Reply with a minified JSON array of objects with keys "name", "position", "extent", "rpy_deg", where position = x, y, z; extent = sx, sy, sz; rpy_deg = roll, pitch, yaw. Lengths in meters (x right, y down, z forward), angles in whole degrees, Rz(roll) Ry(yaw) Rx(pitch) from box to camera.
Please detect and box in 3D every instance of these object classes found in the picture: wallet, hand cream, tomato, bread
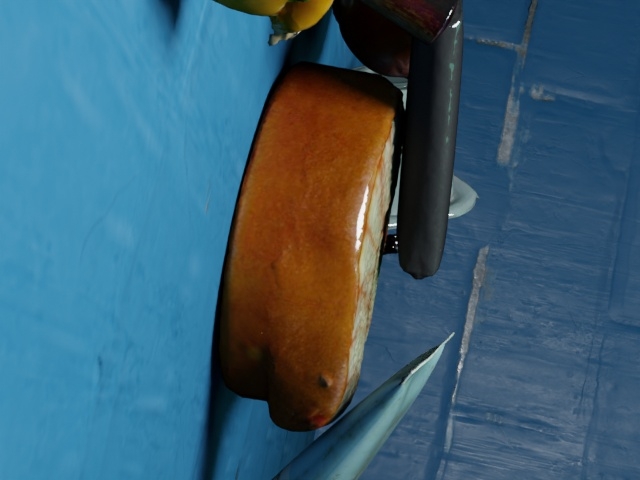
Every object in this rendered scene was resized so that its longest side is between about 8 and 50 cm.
[{"name":"wallet","position":[0.091,-0.100,0.928],"extent":[0.149,0.044,0.250],"rpy_deg":[-80,172,-53]},{"name":"hand cream","position":[0.004,0.198,0.925],"extent":[0.312,0.070,0.111],"rpy_deg":[-50,169,25]},{"name":"tomato","position":[0.058,-0.267,1.033],"extent":[0.228,0.101,0.228],"rpy_deg":[-172,-90,-83]},{"name":"bread","position":[0.001,-0.003,0.977],"extent":[0.327,0.114,0.295],"rpy_deg":[-32,132,-83]}]

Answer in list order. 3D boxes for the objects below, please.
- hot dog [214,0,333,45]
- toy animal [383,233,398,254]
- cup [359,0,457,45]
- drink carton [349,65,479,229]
[{"name":"hot dog","position":[-0.002,-0.224,0.425],"extent":[0.337,0.100,0.135],"rpy_deg":[97,6,-46]},{"name":"toy animal","position":[0.005,-0.034,1.341],"extent":[0.117,0.121,0.210],"rpy_deg":[-36,153,1]},{"name":"cup","position":[0.068,-0.262,0.723],"extent":[0.166,0.177,0.239],"rpy_deg":[32,69,-86]},{"name":"drink carton","position":[0.107,-0.138,1.507],"extent":[0.185,0.191,0.189],"rpy_deg":[-128,-149,-67]}]
